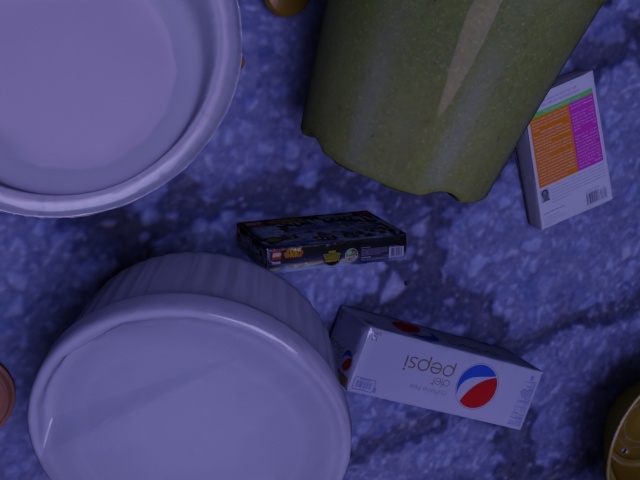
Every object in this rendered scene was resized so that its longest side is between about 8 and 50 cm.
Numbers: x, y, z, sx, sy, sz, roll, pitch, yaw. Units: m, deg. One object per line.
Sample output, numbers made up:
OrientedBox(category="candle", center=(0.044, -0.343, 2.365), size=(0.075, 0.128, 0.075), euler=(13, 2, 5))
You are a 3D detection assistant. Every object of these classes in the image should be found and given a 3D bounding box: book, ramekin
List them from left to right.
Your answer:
OrientedBox(category="ramekin", center=(-0.106, 0.131, 0.918), size=(0.273, 0.127, 0.273), euler=(1, 123, 2))
OrientedBox(category="book", center=(0.251, -0.094, 1.097), size=(0.096, 0.035, 0.144), euler=(-21, 112, -18))

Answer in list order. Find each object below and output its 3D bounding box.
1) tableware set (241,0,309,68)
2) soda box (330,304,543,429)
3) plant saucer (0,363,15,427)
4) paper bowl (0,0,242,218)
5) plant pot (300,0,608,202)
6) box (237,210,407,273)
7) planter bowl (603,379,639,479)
OrientedBox(category="tableware set", center=(-0.060, -0.224, 0.943), size=(0.104, 0.024, 0.154), euler=(21, 95, -29))
OrientedBox(category="soda box", center=(0.114, 0.131, 1.081), size=(0.216, 0.074, 0.069), euler=(17, 98, -25))
OrientedBox(category="plant saucer", center=(-0.315, 0.142, 0.946), size=(0.083, 0.013, 0.083), euler=(-6, 106, -20))
OrientedBox(category="paper bowl", center=(-0.199, -0.149, 0.809), size=(0.284, 0.148, 0.284), euler=(-8, 119, -16))
OrientedBox(category="plant pot", center=(0.105, -0.180, 0.908), size=(0.276, 0.276, 0.254), euler=(12, 111, -24))
OrientedBox(category="box", center=(0.000, 0.000, 0.988), size=(0.137, 0.094, 0.027), euler=(-6, 107, -21))
OrientedBox(category="planter bowl", center=(0.392, 0.222, 1.209), size=(0.217, 0.090, 0.217), euler=(-6, 107, -20))
